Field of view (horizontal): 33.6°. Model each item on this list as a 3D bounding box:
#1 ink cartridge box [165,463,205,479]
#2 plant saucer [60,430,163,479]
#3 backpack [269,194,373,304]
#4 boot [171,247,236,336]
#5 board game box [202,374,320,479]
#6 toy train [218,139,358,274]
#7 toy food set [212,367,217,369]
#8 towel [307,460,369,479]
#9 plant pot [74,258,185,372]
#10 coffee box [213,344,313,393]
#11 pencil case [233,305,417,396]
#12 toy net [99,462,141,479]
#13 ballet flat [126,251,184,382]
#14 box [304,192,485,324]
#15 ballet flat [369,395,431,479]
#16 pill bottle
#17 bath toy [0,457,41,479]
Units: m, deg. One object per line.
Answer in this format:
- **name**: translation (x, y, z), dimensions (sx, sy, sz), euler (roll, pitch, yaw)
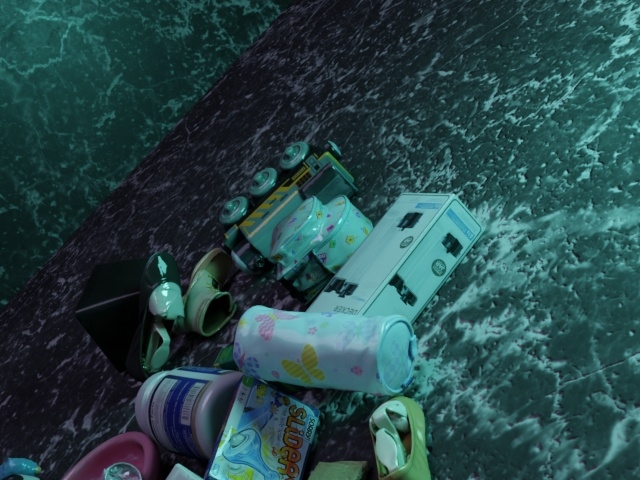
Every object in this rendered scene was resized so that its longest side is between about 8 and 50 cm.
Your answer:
- **ink cartridge box**: translation (-0.162, 0.445, 1.380), dimensions (0.233, 0.171, 0.168), euler (-57, 24, -12)
- **plant saucer**: translation (-0.388, 0.487, 1.837), dimensions (0.332, 0.084, 0.332), euler (-35, 23, 18)
- **backpack**: translation (0.000, 0.000, 1.963), dimensions (0.188, 0.144, 0.166), euler (-34, 19, 16)
- **boot**: translation (-0.224, 0.109, 2.230), dimensions (0.165, 0.077, 0.213), euler (-4, 51, 58)
- **board game box**: translation (-0.085, 0.306, 1.574), dimensions (0.035, 0.136, 0.201), euler (-54, 12, 40)
- **toy train**: translation (-0.074, -0.071, 2.227), dimensions (0.334, 0.142, 0.190), euler (-42, 32, 3)
- **toy food set**: translation (-0.189, 0.280, 1.938), dimensions (0.192, 0.038, 0.132), euler (-16, 42, 40)
- **towel**: translation (0.005, 0.366, 1.462), dimensions (0.110, 0.027, 0.148), euler (-14, 36, 50)
- **plant pot**: translation (-0.406, 0.147, 2.353), dimensions (0.167, 0.188, 0.187), euler (-22, 28, 19)
- **coffee box**: translation (-0.081, 0.211, 1.767), dimensions (0.184, 0.113, 0.040), euler (-18, 37, 44)
- **pencil case**: translation (0.005, 0.157, 1.563), dimensions (0.273, 0.114, 0.124), euler (1, 27, 31)
- **toy net**: translation (-0.292, 0.404, 1.682), dimensions (0.122, 0.045, 0.232), euler (-37, 37, -14)
- **ballet flat**: translation (-0.328, 0.167, 2.184), dimensions (0.096, 0.095, 0.281), euler (27, 110, 47)
- **box**: translation (0.117, 0.056, 1.735), dimensions (0.290, 0.087, 0.169), euler (-50, 23, -15)
- **ballet flat**: translation (0.101, 0.263, 1.418), dimensions (0.080, 0.073, 0.232), euler (-37, 23, 11)
- **pill bottle**: translation (-0.197, 0.287, 1.763), dimensions (0.264, 0.153, 0.153), euler (-3, 46, 55)
- **bath toy**: translation (-0.622, 0.559, 2.051), dimensions (0.348, 0.129, 0.151), euler (-123, 46, -68)
